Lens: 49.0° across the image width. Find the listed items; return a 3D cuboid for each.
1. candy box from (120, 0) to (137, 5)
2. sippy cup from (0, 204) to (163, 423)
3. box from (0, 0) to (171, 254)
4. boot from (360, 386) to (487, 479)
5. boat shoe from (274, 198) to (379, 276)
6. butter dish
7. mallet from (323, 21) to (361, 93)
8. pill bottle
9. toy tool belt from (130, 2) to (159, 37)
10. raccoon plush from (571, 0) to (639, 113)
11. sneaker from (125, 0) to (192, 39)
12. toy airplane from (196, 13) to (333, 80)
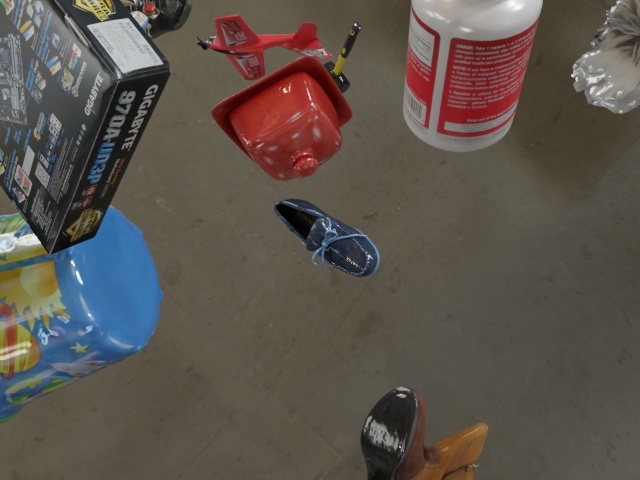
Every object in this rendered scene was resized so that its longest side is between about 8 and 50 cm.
[{"bbox_3d":[-0.489,-0.553,1.392,0.159,0.233,0.071,10,79,43],"label":"candy box"},{"bbox_3d":[-0.305,0.065,0.757,0.223,0.305,0.240,-17,101,16],"label":"sippy cup"},{"bbox_3d":[-0.220,-0.118,0.560,0.175,0.051,0.220,51,135,11],"label":"box"},{"bbox_3d":[0.195,0.346,1.159,0.096,0.280,0.264,19,106,49],"label":"boot"},{"bbox_3d":[0.000,0.000,1.397,0.258,0.089,0.109,29,105,36],"label":"boat shoe"},{"bbox_3d":[-0.035,-0.135,0.922,0.159,0.160,0.118,-26,60,11],"label":"butter dish"},{"bbox_3d":[0.046,-0.319,1.248,0.039,0.189,0.062,-36,90,-21],"label":"mallet"},{"bbox_3d":[0.278,-0.379,1.300,0.228,0.408,0.229,-1,54,1],"label":"pill bottle"},{"bbox_3d":[-0.304,-0.353,1.168,0.052,0.051,0.083,33,67,3],"label":"toy tool belt"},{"bbox_3d":[0.420,-0.351,0.732,0.216,0.299,0.447,47,120,25],"label":"raccoon plush"},{"bbox_3d":[-0.391,-0.525,1.600,0.227,0.130,0.087,-4,87,44],"label":"sneaker"},{"bbox_3d":[-0.060,-0.212,0.752,0.151,0.151,0.028,4,80,6],"label":"toy airplane"}]
